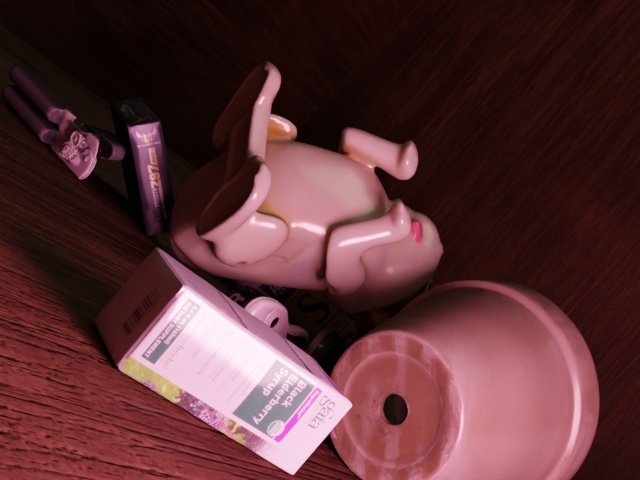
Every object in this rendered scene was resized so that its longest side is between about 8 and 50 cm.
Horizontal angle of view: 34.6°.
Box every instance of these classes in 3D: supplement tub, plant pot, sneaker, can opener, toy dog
[{"bbox_3d":[-0.013,0.051,1.898,0.331,0.241,0.241,40,2,-11],"label":"supplement tub"},{"bbox_3d":[0.159,0.205,1.316,0.323,0.323,0.280,41,18,28],"label":"plant pot"},{"bbox_3d":[0.038,0.207,1.616,0.118,0.083,0.222,42,1,18],"label":"sneaker"},{"bbox_3d":[-0.428,-0.192,1.682,0.280,0.074,0.093,40,22,32],"label":"can opener"},{"bbox_3d":[0.000,0.000,1.565,0.407,0.395,0.285,25,36,-24],"label":"toy dog"},{"bbox_3d":[-0.102,0.106,1.455,0.121,0.079,0.217,36,-7,24],"label":"sneaker"}]

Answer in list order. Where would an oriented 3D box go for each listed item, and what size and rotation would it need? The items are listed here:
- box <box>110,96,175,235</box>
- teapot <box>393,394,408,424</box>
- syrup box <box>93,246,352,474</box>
[{"bbox_3d":[-0.294,-0.128,1.706,0.232,0.059,0.184,-136,-143,-65],"label":"box"},{"bbox_3d":[0.214,0.305,1.595,0.252,0.187,0.256,22,29,1],"label":"teapot"},{"bbox_3d":[-0.088,0.117,0.969,0.237,0.093,0.096,40,1,-34],"label":"syrup box"}]
